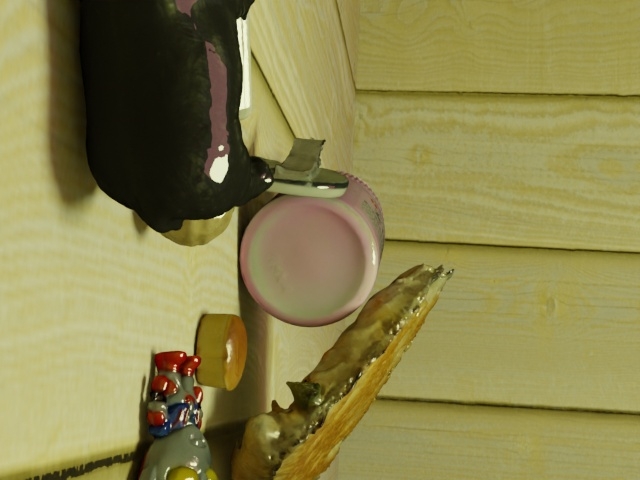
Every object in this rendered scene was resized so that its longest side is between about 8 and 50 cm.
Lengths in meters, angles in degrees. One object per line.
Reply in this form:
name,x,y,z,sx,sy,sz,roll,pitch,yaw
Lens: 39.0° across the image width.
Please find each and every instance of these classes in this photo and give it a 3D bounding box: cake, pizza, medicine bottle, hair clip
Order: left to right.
cake,-0.105,0.117,0.963,0.084,0.044,0.084,3,90,-82
hair clip,-0.033,-0.087,1.111,0.220,0.140,0.054,-68,169,-74
pizza,-0.008,0.223,1.158,0.434,0.080,0.392,-60,165,20
medicine bottle,0.000,0.000,1.258,0.290,0.178,0.178,-58,149,-78

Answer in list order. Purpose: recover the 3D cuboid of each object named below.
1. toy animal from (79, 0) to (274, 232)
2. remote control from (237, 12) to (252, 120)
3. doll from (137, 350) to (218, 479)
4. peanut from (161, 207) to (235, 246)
toy animal,-0.108,-0.174,0.587,0.168,0.106,0.343,-59,145,-62
remote control,-0.095,-0.197,0.785,0.029,0.088,0.190,-20,118,-40
doll,-0.120,0.193,0.770,0.104,0.062,0.194,77,10,-70
peanut,-0.106,-0.089,0.744,0.082,0.082,0.187,-33,124,-82
